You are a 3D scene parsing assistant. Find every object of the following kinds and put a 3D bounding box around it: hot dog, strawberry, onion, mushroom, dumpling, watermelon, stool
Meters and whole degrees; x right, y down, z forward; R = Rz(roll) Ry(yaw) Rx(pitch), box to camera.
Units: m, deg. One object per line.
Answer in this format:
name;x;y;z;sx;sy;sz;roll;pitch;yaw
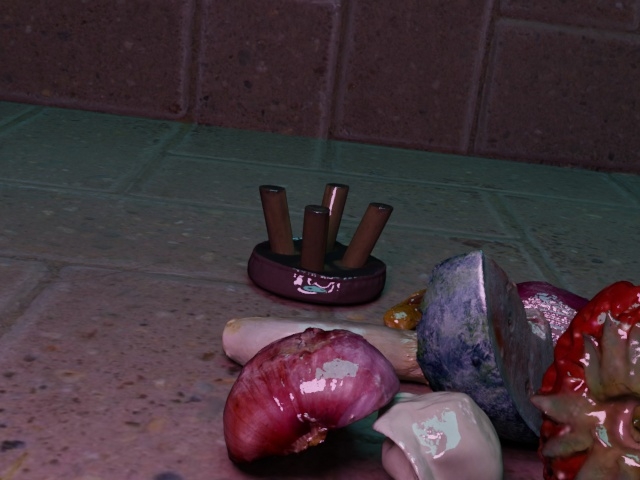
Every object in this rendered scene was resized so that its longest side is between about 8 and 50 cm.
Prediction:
hot dog;0.181;0.118;1.579;0.066;0.047;0.215;16;20;34
strawberry;0.432;0.216;1.022;0.345;0.318;0.295;13;-21;-40
onion;-0.024;0.178;1.102;0.227;0.120;0.283;-21;-1;-2
mushroom;0.026;0.166;1.311;0.351;0.095;0.123;7;-2;-3
dumpling;0.136;0.245;1.024;0.162;0.132;0.250;45;18;-4
watermelon;0.220;0.136;1.165;0.148;0.318;0.226;-7;31;36
onion;0.411;0.126;1.548;0.250;0.111;0.247;11;20;18
stool;0.000;0.000;1.657;0.272;0.179;0.272;7;16;-2

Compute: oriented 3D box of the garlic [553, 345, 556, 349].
garlic;0.284;0.180;1.294;0.198;0.129;0.090;19;28;36
